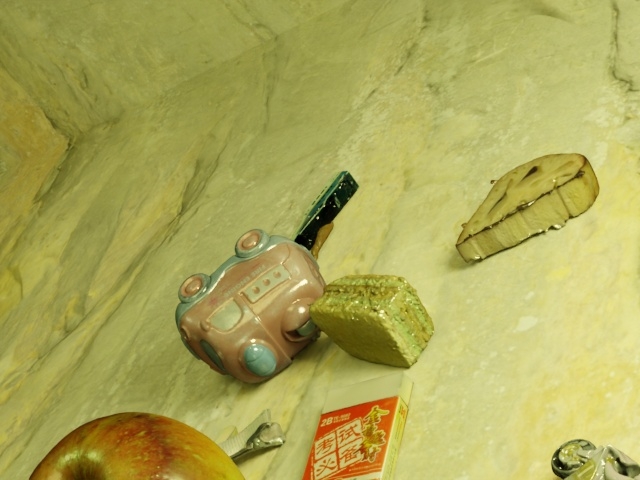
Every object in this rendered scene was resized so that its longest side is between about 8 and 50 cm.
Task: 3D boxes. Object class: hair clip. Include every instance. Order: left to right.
[{"bbox_3d":[-0.168,0.365,2.025,0.218,0.071,0.159,-28,22,3],"label":"hair clip"}]

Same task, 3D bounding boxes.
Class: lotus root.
[{"bbox_3d":[0.363,-0.070,2.077,0.261,0.074,0.170,-26,29,23],"label":"lotus root"}]

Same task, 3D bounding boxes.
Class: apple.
[{"bbox_3d":[-0.256,0.443,1.719,0.374,0.374,0.384,-44,34,-14],"label":"apple"}]

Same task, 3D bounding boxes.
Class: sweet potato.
[{"bbox_3d":[0.000,0.000,2.441,0.026,0.026,0.115,-12,38,39],"label":"sweet potato"}]

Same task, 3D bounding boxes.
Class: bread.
[{"bbox_3d":[0.089,0.133,2.016,0.196,0.138,0.102,-2,39,49],"label":"bread"}]

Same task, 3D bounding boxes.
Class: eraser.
[{"bbox_3d":[0.057,0.316,1.872,0.157,0.038,0.230,-19,33,31],"label":"eraser"}]

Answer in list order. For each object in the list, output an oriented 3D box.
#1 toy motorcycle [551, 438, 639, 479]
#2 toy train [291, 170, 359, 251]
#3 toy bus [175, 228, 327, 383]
[{"bbox_3d":[0.352,0.330,1.473,0.152,0.073,0.225,-17,33,29],"label":"toy motorcycle"},{"bbox_3d":[-0.004,-0.051,2.497,0.051,0.052,0.234,-1,44,52],"label":"toy train"},{"bbox_3d":[-0.109,0.140,2.187,0.294,0.197,0.232,-38,38,-6],"label":"toy bus"}]
